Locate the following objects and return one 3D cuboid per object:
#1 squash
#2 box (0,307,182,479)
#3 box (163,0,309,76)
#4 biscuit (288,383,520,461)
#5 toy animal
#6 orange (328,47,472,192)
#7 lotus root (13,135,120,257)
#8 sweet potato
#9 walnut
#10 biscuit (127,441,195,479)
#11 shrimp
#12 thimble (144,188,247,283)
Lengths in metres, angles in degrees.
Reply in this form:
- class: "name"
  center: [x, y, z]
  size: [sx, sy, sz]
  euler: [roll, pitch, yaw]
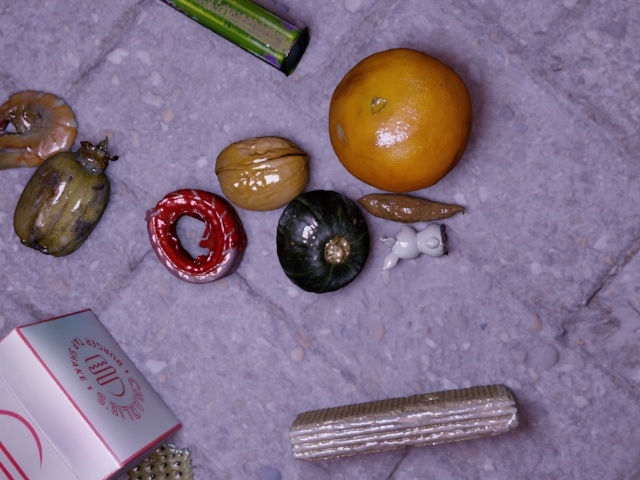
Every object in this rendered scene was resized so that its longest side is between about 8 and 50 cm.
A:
- class: "squash"
  center: [0.002, 0.001, 1.742]
  size: [0.156, 0.193, 0.193]
  euler: [37, 98, 38]
- class: "box"
  center: [-0.503, 0.348, 1.743]
  size: [0.300, 0.314, 0.312]
  euler: [-40, 85, 10]
- class: "box"
  center: [-0.185, -0.436, 1.753]
  size: [0.345, 0.134, 0.097]
  euler: [31, 95, 5]
- class: "biscuit"
  center: [0.157, 0.342, 1.758]
  size: [0.426, 0.144, 0.078]
  euler: [-10, 91, 6]
- class: "toy animal"
  center: [0.176, 0.009, 1.771]
  size: [0.124, 0.085, 0.071]
  euler: [-5, 110, 12]
- class: "orange"
  center: [0.141, -0.214, 1.679]
  size: [0.261, 0.261, 0.261]
  euler: [0, 94, 7]
- class: "lotus root"
  center: [-0.484, -0.094, 1.807]
  size: [0.154, 0.154, 0.278]
  euler: [33, 98, 4]
- class: "sweet potato"
  center: [0.169, -0.058, 1.771]
  size: [0.206, 0.068, 0.060]
  euler: [2, 118, 1]
- class: "walnut"
  center: [-0.105, -0.126, 1.762]
  size: [0.180, 0.144, 0.144]
  euler: [-15, 92, 2]
- class: "biscuit"
  center: [-0.318, 0.488, 1.885]
  size: [0.144, 0.016, 0.203]
  euler: [-7, 93, 8]
- class: "shrimp"
  center: [-0.621, -0.213, 1.853]
  size: [0.287, 0.063, 0.152]
  euler: [-10, 90, 4]
- class: "thimble"
  center: [-0.233, -0.009, 1.790]
  size: [0.163, 0.125, 0.189]
  euler: [-39, 88, 5]
